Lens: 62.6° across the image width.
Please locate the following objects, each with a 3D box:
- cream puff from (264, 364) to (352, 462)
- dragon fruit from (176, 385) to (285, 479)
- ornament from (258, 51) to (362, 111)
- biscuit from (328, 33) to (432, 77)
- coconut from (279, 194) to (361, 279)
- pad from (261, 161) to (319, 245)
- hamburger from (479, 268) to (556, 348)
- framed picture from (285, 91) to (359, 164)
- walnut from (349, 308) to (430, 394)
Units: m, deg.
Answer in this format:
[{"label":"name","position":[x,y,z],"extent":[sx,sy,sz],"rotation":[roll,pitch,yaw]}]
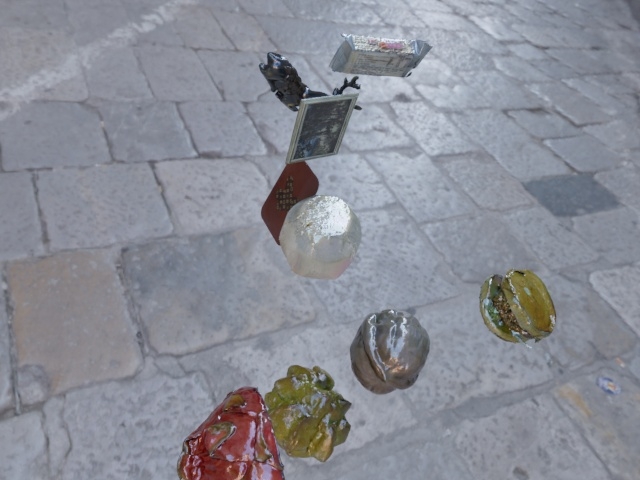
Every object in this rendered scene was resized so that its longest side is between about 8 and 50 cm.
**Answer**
[{"label":"cream puff","position":[-0.028,0.443,1.357],"extent":[0.244,0.196,0.244],"rotation":[3,80,-16]},{"label":"dragon fruit","position":[-0.146,0.348,0.821],"extent":[0.148,0.218,0.224],"rotation":[-12,30,-18]},{"label":"ornament","position":[-0.010,-0.377,1.281],"extent":[0.236,0.202,0.080],"rotation":[18,73,31]},{"label":"biscuit","position":[0.197,-0.614,1.772],"extent":[0.309,0.186,0.079],"rotation":[-3,74,-15]},{"label":"coconut","position":[-0.002,0.001,1.464],"extent":[0.227,0.230,0.227],"rotation":[6,54,-8]},{"label":"pad","position":[-0.101,-0.127,1.637],"extent":[0.004,0.267,0.181],"rotation":[4,40,-41]},{"label":"hamburger","position":[0.429,0.152,1.161],"extent":[0.177,0.113,0.185],"rotation":[21,55,-38]},{"label":"framed picture","position":[0.002,-0.241,1.152],"extent":[0.142,0.183,0.011],"rotation":[-15,59,-27]},{"label":"walnut","position":[0.175,0.282,1.341],"extent":[0.224,0.224,0.224],"rotation":[11,40,-10]}]
